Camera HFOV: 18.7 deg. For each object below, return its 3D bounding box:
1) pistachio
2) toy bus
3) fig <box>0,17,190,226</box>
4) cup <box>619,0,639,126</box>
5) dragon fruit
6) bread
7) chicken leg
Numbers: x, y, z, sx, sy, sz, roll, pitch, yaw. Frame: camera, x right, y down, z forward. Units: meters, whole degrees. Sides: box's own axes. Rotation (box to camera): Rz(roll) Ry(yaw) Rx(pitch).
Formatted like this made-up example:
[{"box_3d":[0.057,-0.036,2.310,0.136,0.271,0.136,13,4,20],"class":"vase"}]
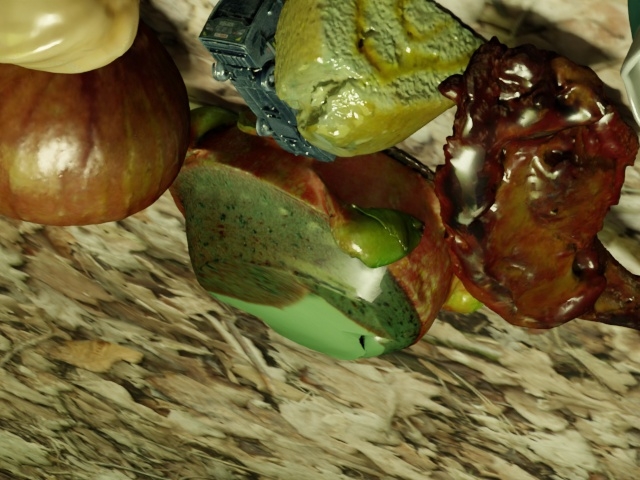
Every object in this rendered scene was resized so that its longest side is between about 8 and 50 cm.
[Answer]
[{"box_3d":[-0.219,-0.194,1.321,0.229,0.157,0.157,27,163,33],"class":"pistachio"},{"box_3d":[-0.029,-0.118,1.401,0.047,0.065,0.166,14,158,30],"class":"toy bus"},{"box_3d":[-0.193,-0.110,1.456,0.205,0.205,0.205,22,159,9],"class":"fig"},{"box_3d":[0.222,-0.128,0.935,0.167,0.173,0.300,16,158,28],"class":"cup"},{"box_3d":[0.000,0.000,1.576,0.295,0.130,0.268,26,154,-1],"class":"dragon fruit"},{"box_3d":[0.039,-0.106,1.298,0.156,0.110,0.103,29,152,-15],"class":"bread"},{"box_3d":[0.173,-0.008,1.370,0.158,0.096,0.407,-27,140,14],"class":"chicken leg"}]
